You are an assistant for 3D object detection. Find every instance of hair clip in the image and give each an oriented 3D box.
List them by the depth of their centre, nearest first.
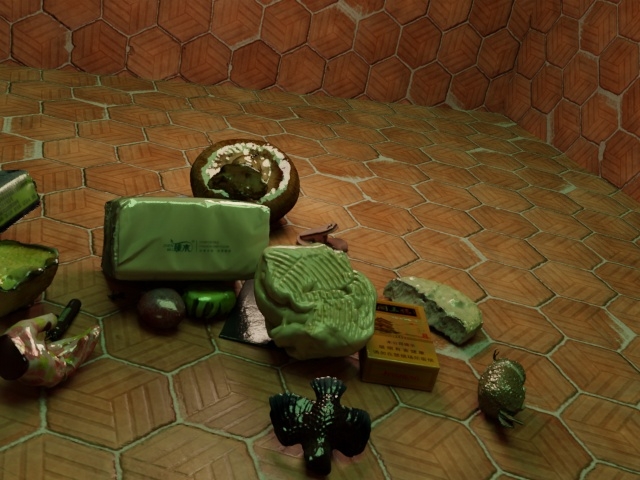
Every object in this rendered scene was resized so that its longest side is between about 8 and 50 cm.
[{"bbox_3d":[0.003,0.011,2.248,0.138,0.102,0.123,-15,16,21],"label":"hair clip"}]

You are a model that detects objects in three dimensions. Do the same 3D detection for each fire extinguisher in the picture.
[{"bbox_3d":[-0.584,0.182,1.639,0.049,0.035,0.173,13,22,-5],"label":"fire extinguisher"}]

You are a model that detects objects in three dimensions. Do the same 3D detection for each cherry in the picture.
[{"bbox_3d":[-0.405,0.146,1.737,0.225,0.090,0.107,21,44,37],"label":"cherry"}]

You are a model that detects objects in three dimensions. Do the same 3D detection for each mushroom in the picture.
[{"bbox_3d":[-0.246,-0.203,2.242,0.331,0.356,0.334,3,57,17],"label":"mushroom"}]

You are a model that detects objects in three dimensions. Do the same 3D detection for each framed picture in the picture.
[{"bbox_3d":[-0.102,0.186,1.866,0.244,0.013,0.324,14,25,2],"label":"framed picture"}]

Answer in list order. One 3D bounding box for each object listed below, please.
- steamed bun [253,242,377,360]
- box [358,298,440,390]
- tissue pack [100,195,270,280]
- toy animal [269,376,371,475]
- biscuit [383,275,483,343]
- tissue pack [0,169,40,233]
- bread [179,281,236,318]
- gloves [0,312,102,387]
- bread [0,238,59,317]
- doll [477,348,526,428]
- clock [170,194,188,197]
[{"bbox_3d":[-0.023,0.156,1.723,0.289,0.203,0.276,12,53,-3],"label":"steamed bun"},{"bbox_3d":[0.180,0.247,1.792,0.174,0.076,0.274,11,26,-6],"label":"box"},{"bbox_3d":[-0.344,-0.003,1.836,0.380,0.207,0.297,1,1,-24],"label":"tissue pack"},{"bbox_3d":[0.002,0.363,1.432,0.219,0.116,0.179,16,24,-7],"label":"toy animal"},{"bbox_3d":[0.324,0.169,2.003,0.281,0.084,0.179,29,31,33],"label":"biscuit"},{"bbox_3d":[-0.899,-0.039,1.743,0.288,0.124,0.394,-9,23,14],"label":"tissue pack"},{"bbox_3d":[-0.278,0.148,1.794,0.130,0.071,0.139,18,19,15],"label":"bread"},{"bbox_3d":[-0.548,0.224,1.485,0.145,0.126,0.241,17,-2,20],"label":"gloves"},{"bbox_3d":[-0.695,0.097,1.649,0.252,0.133,0.174,7,29,28],"label":"bread"},{"bbox_3d":[0.409,0.349,1.657,0.115,0.105,0.221,51,31,-15],"label":"doll"},{"bbox_3d":[-0.431,-0.065,2.074,0.198,0.064,0.172,5,33,29],"label":"clock"}]
